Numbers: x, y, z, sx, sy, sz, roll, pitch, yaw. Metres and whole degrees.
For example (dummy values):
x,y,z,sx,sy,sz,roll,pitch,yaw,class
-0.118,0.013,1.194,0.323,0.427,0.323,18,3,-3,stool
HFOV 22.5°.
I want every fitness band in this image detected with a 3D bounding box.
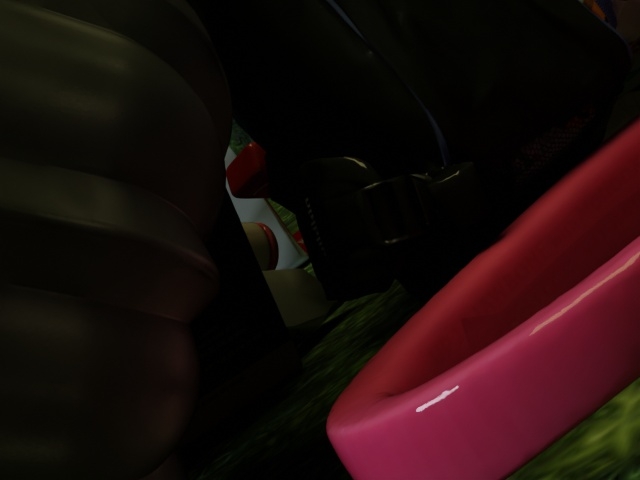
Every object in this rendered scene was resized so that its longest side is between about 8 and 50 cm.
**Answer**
x,y,z,sx,sy,sz,roll,pitch,yaw,class
0.120,-0.009,0.538,0.291,0.054,0.209,-39,6,-34,fitness band

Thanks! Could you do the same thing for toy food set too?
x,y,z,sx,sy,sz,roll,pitch,yaw,class
0.000,0.000,1.008,0.104,0.111,0.232,-3,-27,-34,toy food set

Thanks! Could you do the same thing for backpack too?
x,y,z,sx,sy,sz,roll,pitch,yaw,class
0.038,-0.102,0.774,0.213,0.276,0.263,-28,-18,-14,backpack

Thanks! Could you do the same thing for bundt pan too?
x,y,z,sx,sy,sz,roll,pitch,yaw,class
-0.113,0.031,0.649,0.331,0.124,0.331,-172,90,-81,bundt pan

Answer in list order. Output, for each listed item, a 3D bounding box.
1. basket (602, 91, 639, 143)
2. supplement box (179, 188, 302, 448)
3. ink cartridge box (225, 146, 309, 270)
x,y,z,sx,sy,sz,roll,pitch,yaw,class
0.134,-0.181,0.976,0.154,0.227,0.204,-36,5,10,basket
-0.149,0.030,0.913,0.191,0.194,0.129,-32,18,-30,supplement box
-0.114,0.001,1.511,0.272,0.130,0.309,-36,5,-6,ink cartridge box
